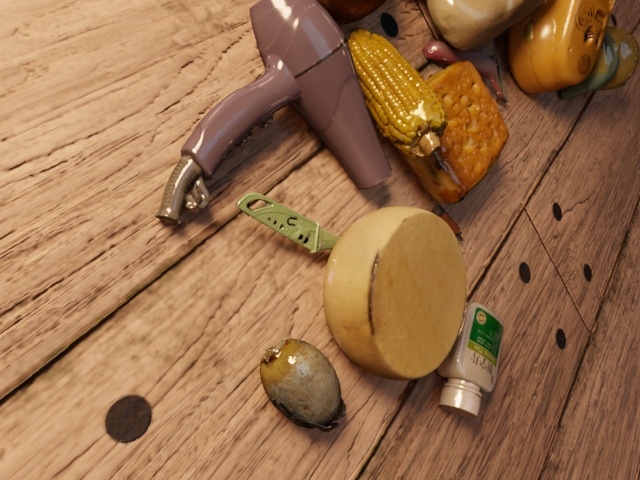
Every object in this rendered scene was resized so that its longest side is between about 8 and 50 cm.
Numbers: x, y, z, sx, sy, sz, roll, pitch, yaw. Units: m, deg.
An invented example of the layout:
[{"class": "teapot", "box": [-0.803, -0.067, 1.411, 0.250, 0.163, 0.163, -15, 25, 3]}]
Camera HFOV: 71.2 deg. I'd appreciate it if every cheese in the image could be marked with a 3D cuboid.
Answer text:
[{"class": "cheese", "box": [0.275, -0.548, 0.880, 0.351, 0.129, 0.328, 44, 64, -4]}]

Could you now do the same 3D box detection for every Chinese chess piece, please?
[{"class": "Chinese chess piece", "box": [0.114, 0.075, 0.653, 0.251, 0.097, 0.250, 0, 90, -43]}]

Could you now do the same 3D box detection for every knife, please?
[{"class": "knife", "box": [0.327, -0.387, 0.959, 0.278, 0.053, 0.123, 2, 74, -38]}, {"class": "knife", "box": [0.001, 0.001, 0.629, 0.293, 0.020, 0.043, 28, 90, -41]}]

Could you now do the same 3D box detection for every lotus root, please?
[{"class": "lotus root", "box": [-0.018, 0.189, 0.567, 0.088, 0.088, 0.165, -51, 122, -32]}]

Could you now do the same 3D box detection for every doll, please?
[{"class": "doll", "box": [0.782, -0.509, 1.259, 0.261, 0.162, 0.176, -20, 92, -36]}]

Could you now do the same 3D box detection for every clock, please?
[{"class": "clock", "box": [0.565, -0.518, 1.059, 0.244, 0.200, 0.316, -3, 102, -37]}]

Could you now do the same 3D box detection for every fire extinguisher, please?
[{"class": "fire extinguisher", "box": [0.241, -0.030, 0.837, 0.083, 0.022, 0.028, 43, 22, -24]}]

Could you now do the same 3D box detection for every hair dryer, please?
[{"class": "hair dryer", "box": [-0.067, -0.131, 0.596, 0.361, 0.121, 0.301, -45, 117, -24]}]

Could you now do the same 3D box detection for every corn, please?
[{"class": "corn", "box": [0.112, -0.232, 0.691, 0.097, 0.097, 0.261, -5, 58, -38]}]

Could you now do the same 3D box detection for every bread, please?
[{"class": "bread", "box": [0.236, -0.200, 0.825, 0.235, 0.099, 0.210, -44, 106, -29]}]

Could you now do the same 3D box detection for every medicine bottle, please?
[{"class": "medicine bottle", "box": [0.257, 0.206, 0.777, 0.119, 0.069, 0.183, 37, 62, -29]}]

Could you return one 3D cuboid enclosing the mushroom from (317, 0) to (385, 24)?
[{"class": "mushroom", "box": [0.018, -0.452, 0.668, 0.253, 0.153, 0.253, 16, 68, -43]}]
